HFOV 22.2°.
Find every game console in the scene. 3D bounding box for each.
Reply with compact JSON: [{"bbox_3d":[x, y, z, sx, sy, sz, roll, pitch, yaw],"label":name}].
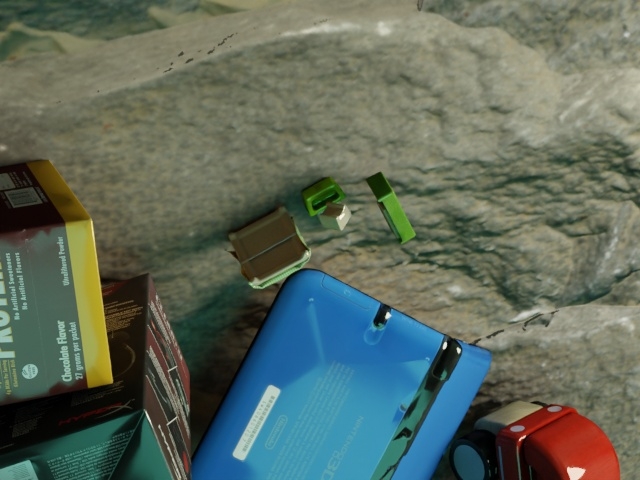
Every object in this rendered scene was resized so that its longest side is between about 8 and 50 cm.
[{"bbox_3d":[0.011,0.194,1.538,0.250,0.173,0.293,27,91,-10],"label":"game console"}]

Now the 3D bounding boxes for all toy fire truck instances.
[{"bbox_3d":[0.247,0.290,1.586,0.158,0.246,0.217,-20,109,-39],"label":"toy fire truck"}]

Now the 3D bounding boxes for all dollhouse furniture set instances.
[{"bbox_3d":[0.000,0.000,1.413,0.151,0.076,0.059,-29,132,-1],"label":"dollhouse furniture set"}]

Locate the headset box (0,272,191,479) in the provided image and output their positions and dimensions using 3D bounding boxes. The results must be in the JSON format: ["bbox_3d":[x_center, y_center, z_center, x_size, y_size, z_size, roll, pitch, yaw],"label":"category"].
[{"bbox_3d":[-0.220,0.144,1.297,0.218,0.293,0.110,-19,112,1],"label":"headset box"}]

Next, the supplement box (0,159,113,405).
[{"bbox_3d":[-0.275,0.036,1.222,0.194,0.191,0.129,-10,109,-16],"label":"supplement box"}]
